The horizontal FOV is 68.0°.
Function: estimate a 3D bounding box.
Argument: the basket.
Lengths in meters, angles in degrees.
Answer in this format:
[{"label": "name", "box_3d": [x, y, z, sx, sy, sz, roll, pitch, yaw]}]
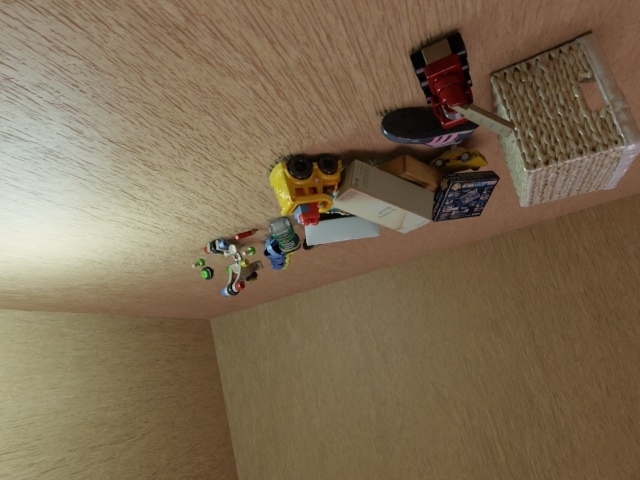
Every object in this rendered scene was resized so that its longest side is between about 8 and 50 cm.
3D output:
[{"label": "basket", "box_3d": [0.640, -0.299, 1.287, 0.266, 0.328, 0.331, -17, 162, 16]}]

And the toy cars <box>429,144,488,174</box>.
[{"label": "toy cars", "box_3d": [0.456, -0.261, 1.744, 0.176, 0.087, 0.394, 5, 165, -10]}]

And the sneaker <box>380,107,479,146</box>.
[{"label": "sneaker", "box_3d": [0.303, -0.308, 1.374, 0.318, 0.112, 0.131, -7, 161, -21]}]

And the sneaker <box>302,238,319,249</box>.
[{"label": "sneaker", "box_3d": [0.000, 0.000, 2.310, 0.086, 0.064, 0.192, 5, 154, -38]}]

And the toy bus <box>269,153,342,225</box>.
[{"label": "toy bus", "box_3d": [-0.027, -0.145, 1.482, 0.220, 0.212, 0.149, -9, 163, -24]}]

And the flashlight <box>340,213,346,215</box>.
[{"label": "flashlight", "box_3d": [0.230, -0.149, 1.918, 0.304, 0.103, 0.103, -7, 138, -21]}]

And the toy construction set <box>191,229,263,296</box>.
[{"label": "toy construction set", "box_3d": [-0.348, 0.071, 2.079, 0.309, 0.257, 0.237, -51, 166, 30]}]

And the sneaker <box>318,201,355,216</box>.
[{"label": "sneaker", "box_3d": [0.094, -0.136, 1.761, 0.302, 0.108, 0.121, -10, 140, -18]}]

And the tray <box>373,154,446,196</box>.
[{"label": "tray", "box_3d": [0.359, -0.188, 1.721, 0.410, 0.076, 0.202, 16, 160, -39]}]

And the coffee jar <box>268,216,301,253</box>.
[{"label": "coffee jar", "box_3d": [-0.146, -0.016, 2.006, 0.096, 0.079, 0.184, -23, 149, 3]}]

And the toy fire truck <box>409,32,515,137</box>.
[{"label": "toy fire truck", "box_3d": [0.330, -0.319, 1.096, 0.158, 0.246, 0.217, -18, 164, 18]}]

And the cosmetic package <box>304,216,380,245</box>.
[{"label": "cosmetic package", "box_3d": [0.078, -0.040, 1.973, 0.284, 0.098, 0.377, -10, 180, -2]}]

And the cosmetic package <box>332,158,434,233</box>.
[{"label": "cosmetic package", "box_3d": [0.202, -0.139, 1.575, 0.309, 0.113, 0.160, 20, 157, -19]}]

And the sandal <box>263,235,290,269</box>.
[{"label": "sandal", "box_3d": [-0.205, 0.050, 2.224, 0.138, 0.126, 0.317, -8, 155, -19]}]

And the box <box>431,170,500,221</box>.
[{"label": "box", "box_3d": [0.500, -0.155, 1.665, 0.220, 0.051, 0.175, -8, 135, -24]}]
